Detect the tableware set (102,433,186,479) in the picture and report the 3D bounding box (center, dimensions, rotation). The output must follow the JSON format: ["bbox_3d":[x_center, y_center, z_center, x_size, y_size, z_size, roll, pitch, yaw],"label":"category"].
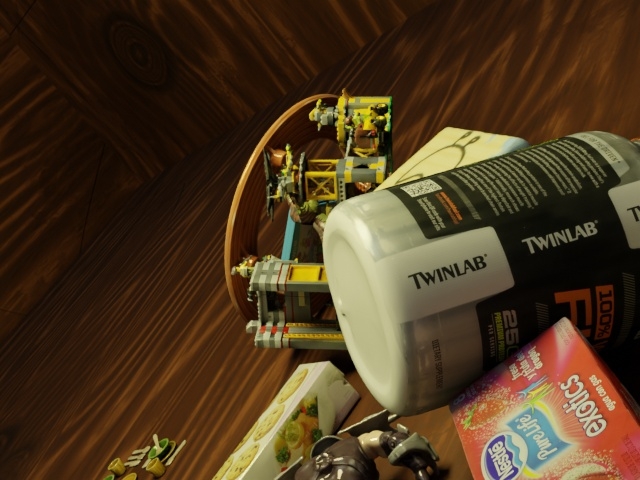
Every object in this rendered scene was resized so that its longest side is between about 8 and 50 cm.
[{"bbox_3d":[-0.261,0.320,1.577,0.154,0.024,0.104,-20,26,48],"label":"tableware set"}]

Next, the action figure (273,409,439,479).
[{"bbox_3d":[0.025,0.253,1.019,0.185,0.099,0.285,-45,12,8],"label":"action figure"}]

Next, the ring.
[{"bbox_3d":[-0.013,-0.030,1.509,0.032,0.336,0.336,19,53,30],"label":"ring"}]

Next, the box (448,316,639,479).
[{"bbox_3d":[0.190,0.178,0.780,0.123,0.128,0.257,-38,17,10],"label":"box"}]

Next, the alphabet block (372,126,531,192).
[{"bbox_3d":[0.158,0.013,1.168,0.192,0.193,0.197,-40,16,-7],"label":"alphabet block"}]

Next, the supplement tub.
[{"bbox_3d":[0.177,0.019,0.969,0.316,0.193,0.193,-17,13,-12],"label":"supplement tub"}]

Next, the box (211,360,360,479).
[{"bbox_3d":[-0.073,0.269,1.232,0.067,0.063,0.324,-18,27,54],"label":"box"}]

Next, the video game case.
[{"bbox_3d":[0.000,0.000,1.592,0.015,0.119,0.166,20,19,30],"label":"video game case"}]

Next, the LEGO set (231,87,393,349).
[{"bbox_3d":[-0.010,-0.019,1.374,0.192,0.331,0.255,1,39,6],"label":"LEGO set"}]
